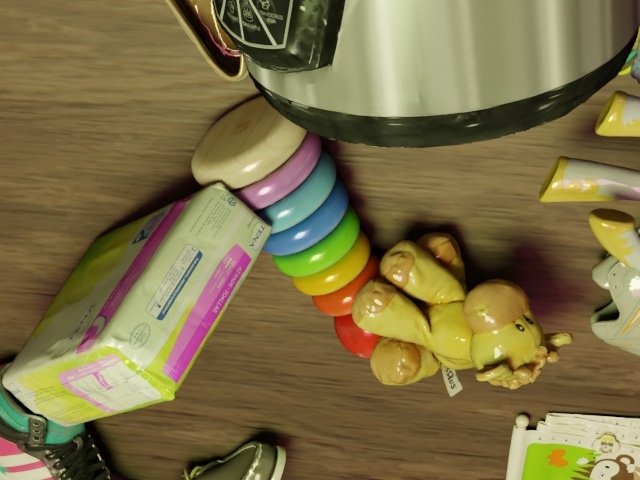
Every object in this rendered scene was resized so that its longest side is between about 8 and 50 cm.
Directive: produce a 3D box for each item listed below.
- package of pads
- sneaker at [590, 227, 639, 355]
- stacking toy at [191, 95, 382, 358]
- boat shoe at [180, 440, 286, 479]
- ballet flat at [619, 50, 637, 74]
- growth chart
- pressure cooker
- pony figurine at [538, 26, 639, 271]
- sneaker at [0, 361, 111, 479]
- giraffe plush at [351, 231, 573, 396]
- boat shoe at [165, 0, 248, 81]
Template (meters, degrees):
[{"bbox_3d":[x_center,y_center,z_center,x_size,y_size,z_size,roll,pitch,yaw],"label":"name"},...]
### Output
[{"bbox_3d":[-0.203,0.079,1.440,0.101,0.229,0.296,41,149,-19],"label":"package of pads"},{"bbox_3d":[0.360,0.020,1.456,0.121,0.099,0.262,14,119,9],"label":"sneaker"},{"bbox_3d":[0.000,0.000,1.494,0.141,0.141,0.330,-23,121,21],"label":"stacking toy"},{"bbox_3d":[-0.157,0.345,1.723,0.091,0.109,0.305,34,124,-16],"label":"boat shoe"},{"bbox_3d":[0.363,-0.253,1.308,0.077,0.077,0.231,13,121,-18],"label":"ballet flat"},{"bbox_3d":[0.342,0.275,1.651,0.237,0.021,0.172,-1,121,11],"label":"growth chart"},{"bbox_3d":[0.080,-0.335,1.130,0.370,0.375,0.420,-2,123,10],"label":"pressure cooker"},{"bbox_3d":[0.436,-0.075,1.262,0.364,0.303,0.351,24,119,-2],"label":"pony figurine"},{"bbox_3d":[-0.313,0.252,1.675,0.295,0.124,0.178,37,125,2],"label":"sneaker"},{"bbox_3d":[0.164,0.098,1.452,0.170,0.181,0.210,5,139,51],"label":"giraffe plush"},{"bbox_3d":[-0.131,-0.296,1.349,0.105,0.089,0.285,-22,114,21],"label":"boat shoe"}]
